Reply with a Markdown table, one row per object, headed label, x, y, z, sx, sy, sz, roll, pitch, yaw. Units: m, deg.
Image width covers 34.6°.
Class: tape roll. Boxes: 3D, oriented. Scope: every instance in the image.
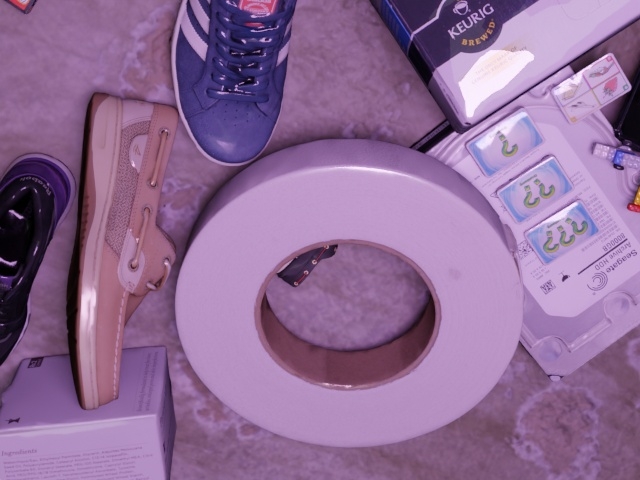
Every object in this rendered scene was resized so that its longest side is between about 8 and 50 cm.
| label | x | y | z | sx | sy | sz | roll | pitch | yaw |
| --- | --- | --- | --- | --- | --- | --- | --- | --- | --- |
| tape roll | 0.033 | 0.069 | 1.161 | 0.392 | 0.072 | 0.391 | 1 | 121 | 1 |

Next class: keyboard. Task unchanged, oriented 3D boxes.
| label | x | y | z | sx | sy | sz | roll | pitch | yaw |
| --- | --- | --- | --- | --- | --- | --- | --- | --- | --- |
| keyboard | 0.401 | -0.185 | 1.168 | 0.100 | 0.038 | 0.192 | 26 | 88 | -15 |

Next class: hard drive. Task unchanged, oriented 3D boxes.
| label | x | y | z | sx | sy | sz | roll | pitch | yaw |
| --- | --- | --- | --- | --- | --- | --- | --- | --- | --- |
| hard drive | 0.269 | -0.024 | 1.204 | 0.237 | 0.064 | 0.339 | -37 | 108 | 8 |

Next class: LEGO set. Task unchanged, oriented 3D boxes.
| label | x | y | z | sx | sy | sz | roll | pitch | yaw |
| --- | --- | --- | --- | --- | --- | --- | --- | --- | --- |
| LEGO set | 0.309 | -0.094 | 1.116 | 0.244 | 0.060 | 0.182 | -32 | 108 | 11 |

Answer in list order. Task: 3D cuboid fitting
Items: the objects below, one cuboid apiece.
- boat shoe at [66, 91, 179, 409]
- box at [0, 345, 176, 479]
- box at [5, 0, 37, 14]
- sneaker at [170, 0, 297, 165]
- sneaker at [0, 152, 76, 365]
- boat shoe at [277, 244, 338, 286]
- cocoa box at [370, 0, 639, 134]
| label | x | y | z | sx | sy | sz | roll | pitch | yaw |
| --- | --- | --- | --- | --- | --- | --- | --- | --- | --- |
| boat shoe | -0.208 | 0.012 | 1.104 | 0.110 | 0.122 | 0.340 | 6 | 85 | -19 |
| box | -0.263 | 0.217 | 1.174 | 0.182 | 0.181 | 0.119 | -5 | 109 | -3 |
| box | -0.341 | -0.315 | 1.075 | 0.137 | 0.027 | 0.094 | 33 | 103 | -14 |
| sneaker | -0.076 | -0.237 | 1.049 | 0.131 | 0.148 | 0.349 | -2 | 109 | -18 |
| sneaker | -0.367 | 0.042 | 1.138 | 0.107 | 0.124 | 0.283 | 21 | 105 | -11 |
| boat shoe | 0.000 | -0.001 | 1.197 | 0.042 | 0.049 | 0.133 | 40 | 103 | -21 |
| cocoa box | 0.221 | -0.292 | 1.000 | 0.347 | 0.231 | 0.228 | -33 | 90 | 6 |
